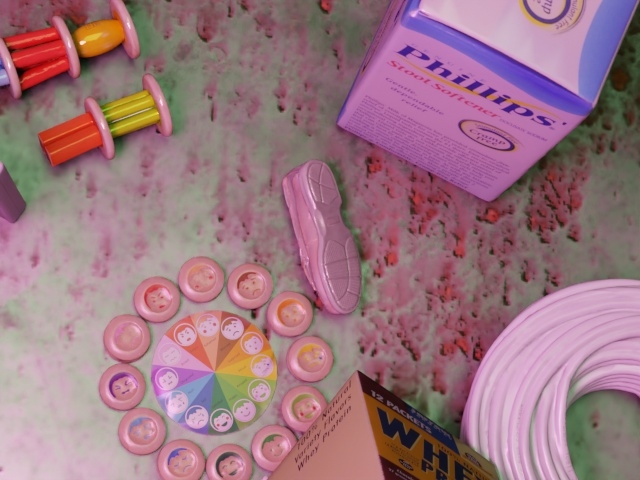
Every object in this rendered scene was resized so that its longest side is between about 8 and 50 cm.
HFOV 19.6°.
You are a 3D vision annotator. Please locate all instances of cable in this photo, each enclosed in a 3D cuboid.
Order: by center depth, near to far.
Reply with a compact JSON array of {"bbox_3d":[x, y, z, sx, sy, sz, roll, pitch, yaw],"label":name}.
[{"bbox_3d":[0.235,0.156,1.437,0.257,0.089,0.257,37,75,1],"label":"cable"}]

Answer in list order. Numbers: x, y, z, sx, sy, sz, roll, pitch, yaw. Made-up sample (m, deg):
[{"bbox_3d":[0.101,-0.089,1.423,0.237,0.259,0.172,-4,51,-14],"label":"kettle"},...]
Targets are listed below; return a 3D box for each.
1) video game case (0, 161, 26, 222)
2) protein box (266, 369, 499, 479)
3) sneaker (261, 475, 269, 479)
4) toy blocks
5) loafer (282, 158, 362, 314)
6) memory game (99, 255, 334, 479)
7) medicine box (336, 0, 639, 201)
[{"bbox_3d":[-0.304,-0.085,1.338,0.193,0.212,0.023,34,82,-1],"label":"video game case"},{"bbox_3d":[0.027,0.235,1.283,0.136,0.201,0.200,36,102,-14],"label":"protein box"},{"bbox_3d":[0.022,0.187,1.401,0.152,0.053,0.061,-19,123,-14],"label":"sneaker"},{"bbox_3d":[-0.205,-0.112,1.442,0.148,0.054,0.123,-21,81,-13],"label":"toy blocks"},{"bbox_3d":[0.000,0.000,1.463,0.045,0.039,0.125,-6,80,-44],"label":"loafer"},{"bbox_3d":[-0.080,0.102,1.436,0.186,0.012,0.186,2,78,-8],"label":"memory game"},{"bbox_3d":[0.150,-0.203,1.397,0.149,0.289,0.263,25,75,-3],"label":"medicine box"}]
